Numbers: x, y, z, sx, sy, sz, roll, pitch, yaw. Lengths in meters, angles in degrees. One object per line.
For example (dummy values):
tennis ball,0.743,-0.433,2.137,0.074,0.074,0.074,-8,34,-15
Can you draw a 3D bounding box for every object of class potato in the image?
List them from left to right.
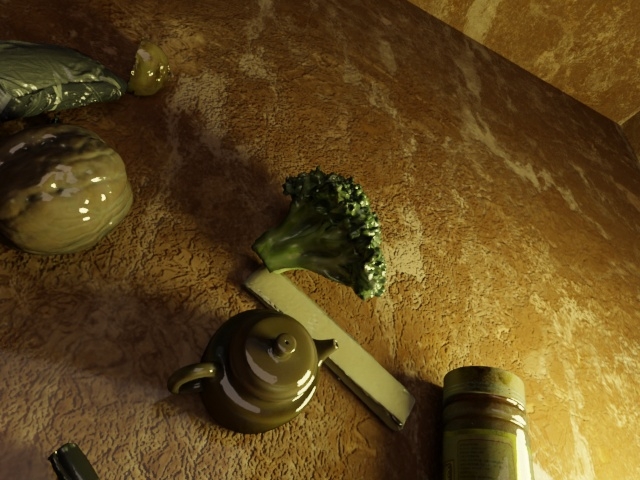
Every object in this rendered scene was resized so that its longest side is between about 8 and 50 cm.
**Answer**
potato,-0.376,-0.404,1.002,0.089,0.100,0.172,19,47,-24

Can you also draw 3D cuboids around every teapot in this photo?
teapot,-0.096,0.191,0.679,0.267,0.175,0.186,-3,57,-32

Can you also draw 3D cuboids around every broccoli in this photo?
broccoli,0.000,0.000,0.869,0.288,0.245,0.248,-109,174,-65

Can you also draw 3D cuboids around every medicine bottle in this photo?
medicine bottle,0.289,0.400,0.765,0.151,0.151,0.322,25,49,-12

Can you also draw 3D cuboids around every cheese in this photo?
cheese,0.019,0.195,0.839,0.400,0.034,0.085,43,43,3

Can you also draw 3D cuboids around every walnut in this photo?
walnut,-0.409,-0.074,0.677,0.224,0.224,0.224,15,51,-20

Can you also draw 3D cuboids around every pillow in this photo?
pillow,-0.517,-0.297,0.817,0.161,0.092,0.335,41,33,2

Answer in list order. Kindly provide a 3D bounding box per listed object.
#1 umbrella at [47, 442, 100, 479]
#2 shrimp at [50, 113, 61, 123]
umbrella,-0.222,0.389,0.523,0.340,0.118,0.118,45,47,14
shrimp,-0.575,-0.200,0.774,0.262,0.051,0.198,34,40,-7
